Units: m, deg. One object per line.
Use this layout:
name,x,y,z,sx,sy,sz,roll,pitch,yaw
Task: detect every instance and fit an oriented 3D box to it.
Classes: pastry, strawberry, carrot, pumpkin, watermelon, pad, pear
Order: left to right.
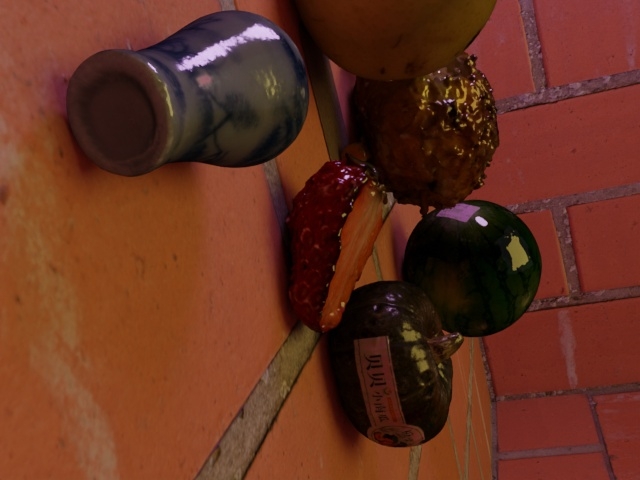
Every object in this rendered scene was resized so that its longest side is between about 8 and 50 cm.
strawberry,0.000,0.000,0.892,0.190,0.111,0.236,71,39,-63
pad,0.011,-0.267,1.231,0.176,0.002,0.266,-57,135,-67
carrot,0.072,-0.168,1.298,0.139,0.048,0.048,-47,125,-73
pear,0.122,-0.428,1.100,0.348,0.348,0.348,-10,90,-74
pumpkin,0.126,0.176,1.030,0.260,0.189,0.260,-10,90,-75
pastry,0.221,-0.240,1.417,0.405,0.292,0.337,-107,-172,-54
watermelon,0.379,0.072,1.684,0.363,0.363,0.363,-10,90,-74

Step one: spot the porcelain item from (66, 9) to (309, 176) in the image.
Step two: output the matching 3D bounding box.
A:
porcelain item,-0.096,-0.124,0.577,0.259,0.141,0.141,-36,115,-62
